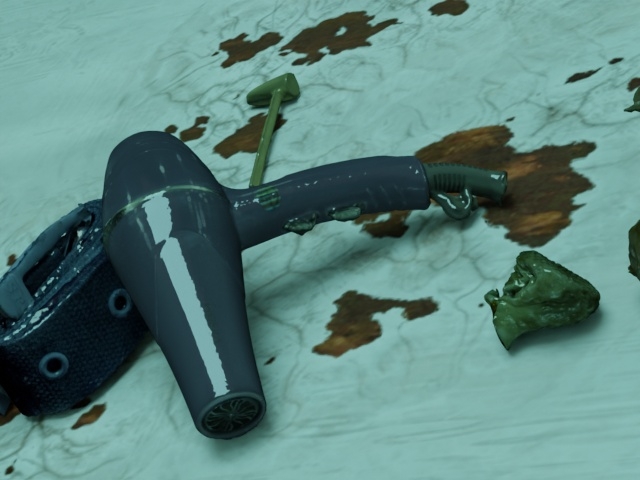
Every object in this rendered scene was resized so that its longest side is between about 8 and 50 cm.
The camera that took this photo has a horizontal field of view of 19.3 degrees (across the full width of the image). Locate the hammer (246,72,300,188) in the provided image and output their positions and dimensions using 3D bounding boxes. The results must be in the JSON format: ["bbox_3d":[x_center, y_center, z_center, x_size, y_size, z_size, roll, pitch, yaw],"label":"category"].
[{"bbox_3d":[-0.065,-0.106,1.940,0.060,0.028,0.195,-18,32,22],"label":"hammer"}]

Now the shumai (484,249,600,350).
[{"bbox_3d":[0.172,0.055,1.498,0.080,0.082,0.083,-61,-2,7],"label":"shumai"}]

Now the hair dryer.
[{"bbox_3d":[0.000,0.000,1.639,0.361,0.121,0.301,-16,52,-8],"label":"hair dryer"}]

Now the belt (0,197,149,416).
[{"bbox_3d":[-0.231,0.047,1.724,0.122,0.128,0.218,-3,36,41],"label":"belt"}]

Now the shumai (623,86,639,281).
[{"bbox_3d":[0.313,-0.047,1.425,0.206,0.175,0.166,-37,32,-12],"label":"shumai"}]
